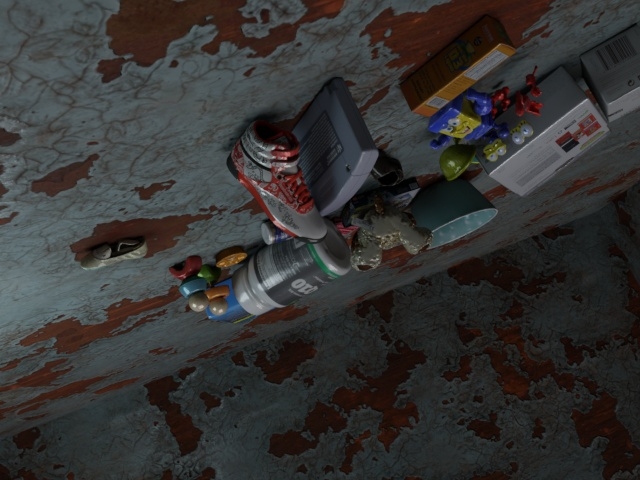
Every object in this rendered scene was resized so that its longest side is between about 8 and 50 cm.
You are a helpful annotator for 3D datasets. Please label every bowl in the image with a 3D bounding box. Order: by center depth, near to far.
[{"bbox_3d":[0.438,-0.104,2.188,0.311,0.163,0.311,-21,164,-7],"label":"bowl"}]

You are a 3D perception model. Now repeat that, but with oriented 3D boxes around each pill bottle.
[{"bbox_3d":[-0.108,-0.034,1.844,0.120,0.067,0.067,-16,163,-24],"label":"pill bottle"},{"bbox_3d":[-0.098,0.089,2.011,0.361,0.204,0.204,-30,163,25],"label":"pill bottle"}]

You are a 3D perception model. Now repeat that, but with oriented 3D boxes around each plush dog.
[{"bbox_3d":[0.190,-0.037,1.939,0.262,0.211,0.225,-20,-179,-2],"label":"plush dog"}]

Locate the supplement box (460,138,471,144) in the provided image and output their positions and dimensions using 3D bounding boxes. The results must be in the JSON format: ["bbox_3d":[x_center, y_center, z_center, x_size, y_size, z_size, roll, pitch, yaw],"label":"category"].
[{"bbox_3d":[0.448,-0.301,1.786,0.062,0.036,0.098,-17,163,-19],"label":"supplement box"}]

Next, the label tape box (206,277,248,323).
[{"bbox_3d":[-0.263,0.210,2.357,0.249,0.115,0.347,-24,167,7],"label":"label tape box"}]

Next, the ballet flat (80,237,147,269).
[{"bbox_3d":[-0.509,0.026,1.545,0.168,0.057,0.052,-16,136,-35],"label":"ballet flat"}]

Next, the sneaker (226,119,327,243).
[{"bbox_3d":[-0.067,-0.122,1.274,0.090,0.270,0.145,-40,174,-45],"label":"sneaker"}]

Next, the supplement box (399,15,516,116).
[{"bbox_3d":[0.281,-0.356,1.303,0.233,0.078,0.080,-34,157,34],"label":"supplement box"}]

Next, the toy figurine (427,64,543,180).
[{"bbox_3d":[0.336,-0.306,1.535,0.217,0.191,0.362,17,157,-18],"label":"toy figurine"}]

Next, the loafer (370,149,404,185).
[{"bbox_3d":[0.180,-0.180,1.736,0.080,0.078,0.220,-29,163,20],"label":"loafer"}]

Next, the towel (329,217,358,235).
[{"bbox_3d":[0.000,0.000,2.174,0.274,0.031,0.199,-32,163,29],"label":"towel"}]

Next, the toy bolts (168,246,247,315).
[{"bbox_3d":[-0.325,0.132,1.919,0.218,0.159,0.228,-30,163,24],"label":"toy bolts"}]

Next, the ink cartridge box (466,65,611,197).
[{"bbox_3d":[0.607,-0.283,1.734,0.309,0.130,0.271,-40,148,23],"label":"ink cartridge box"}]

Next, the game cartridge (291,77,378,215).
[{"bbox_3d":[0.008,-0.169,1.318,0.062,0.198,0.297,-18,165,-35],"label":"game cartridge"}]

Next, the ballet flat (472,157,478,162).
[{"bbox_3d":[0.540,-0.298,1.870,0.231,0.077,0.077,-29,180,16],"label":"ballet flat"}]

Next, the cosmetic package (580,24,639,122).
[{"bbox_3d":[0.780,-0.424,1.624,0.151,0.152,0.183,-28,164,22],"label":"cosmetic package"}]

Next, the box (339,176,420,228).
[{"bbox_3d":[0.187,-0.120,2.009,0.233,0.044,0.159,-18,163,-17],"label":"box"}]
